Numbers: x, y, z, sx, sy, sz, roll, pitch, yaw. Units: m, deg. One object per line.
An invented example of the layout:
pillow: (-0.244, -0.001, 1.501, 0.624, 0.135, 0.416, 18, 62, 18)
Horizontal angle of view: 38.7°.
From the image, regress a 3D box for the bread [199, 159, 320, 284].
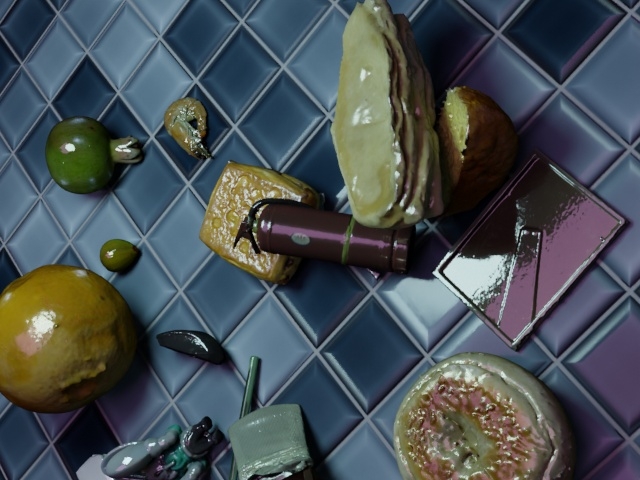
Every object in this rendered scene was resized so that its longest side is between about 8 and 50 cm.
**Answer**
bread: (-0.118, -0.041, 1.825, 0.235, 0.099, 0.210, 26, 99, 29)

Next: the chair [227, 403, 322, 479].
chair: (-0.065, 0.463, 1.657, 0.160, 0.186, 0.319, -22, 24, -1)

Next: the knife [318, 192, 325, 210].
knife: (0.000, -0.047, 1.800, 0.027, 0.010, 0.096, -16, 74, 30)

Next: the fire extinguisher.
fire extinguisher: (0.000, 0.000, 1.684, 0.341, 0.105, 0.141, 8, 122, 12)

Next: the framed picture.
framed picture: (0.351, 0.014, 1.566, 0.213, 0.016, 0.289, 45, 106, 29)

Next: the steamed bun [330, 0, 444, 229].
steamed bun: (0.120, -0.189, 1.617, 0.247, 0.189, 0.428, -30, 59, 43)

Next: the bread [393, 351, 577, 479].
bread: (0.267, 0.332, 1.479, 0.305, 0.159, 0.305, -8, 74, 29)

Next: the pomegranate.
pomegranate: (-0.521, -0.188, 2.062, 0.210, 0.179, 0.179, 13, 89, 21)

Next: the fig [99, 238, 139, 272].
fig: (-0.447, 0.031, 2.033, 0.088, 0.074, 0.074, -19, 71, 9)

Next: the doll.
doll: (-0.330, 0.452, 1.833, 0.195, 0.153, 0.258, 26, 101, 5)

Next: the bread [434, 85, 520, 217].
bread: (0.268, -0.155, 1.574, 0.260, 0.134, 0.129, 106, 155, -51)

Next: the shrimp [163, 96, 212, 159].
shrimp: (-0.280, -0.244, 2.001, 0.099, 0.041, 0.180, -38, 62, 5)

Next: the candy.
candy: (-0.166, 0.443, 1.777, 0.119, 0.119, 0.440, 3, 76, 32)

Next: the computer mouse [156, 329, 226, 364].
computer mouse: (-0.263, 0.211, 1.870, 0.172, 0.099, 0.057, 12, 79, 31)

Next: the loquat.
loquat: (-0.549, 0.205, 1.918, 0.328, 0.328, 0.328, -6, 78, 31)

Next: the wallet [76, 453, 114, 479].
wallet: (-0.465, 0.555, 1.975, 0.095, 0.033, 0.190, -38, 64, 19)
